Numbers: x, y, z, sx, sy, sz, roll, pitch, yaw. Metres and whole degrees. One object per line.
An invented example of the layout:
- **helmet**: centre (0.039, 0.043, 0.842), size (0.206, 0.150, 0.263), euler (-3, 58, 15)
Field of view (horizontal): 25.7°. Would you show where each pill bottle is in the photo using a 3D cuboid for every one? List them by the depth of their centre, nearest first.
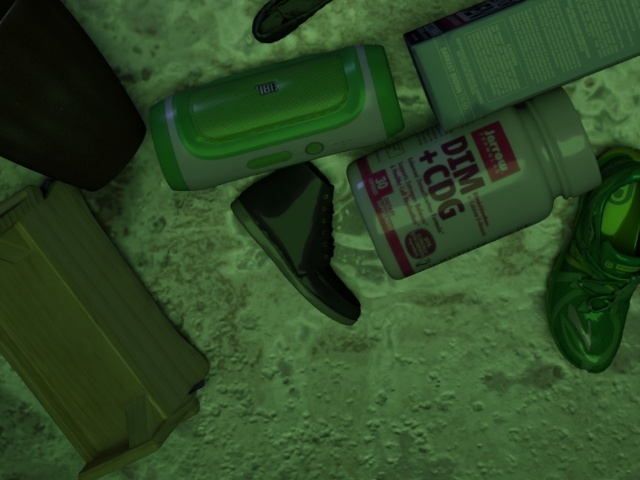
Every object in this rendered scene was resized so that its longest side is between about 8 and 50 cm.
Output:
- **pill bottle**: centre (0.188, -0.074, 1.725), size (0.283, 0.160, 0.160), euler (-23, 103, 5)

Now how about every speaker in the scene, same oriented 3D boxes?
- **speaker**: centre (-0.053, -0.150, 1.721), size (0.296, 0.131, 0.131), euler (-15, 103, 3)

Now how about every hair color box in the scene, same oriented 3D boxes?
- **hair color box**: centre (0.294, -0.258, 1.667), size (0.374, 0.185, 0.114), euler (-21, 102, 5)

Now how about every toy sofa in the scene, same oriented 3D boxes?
- **toy sofa**: centre (-0.317, 0.111, 1.793), size (0.150, 0.177, 0.362), euler (-29, 103, 32)

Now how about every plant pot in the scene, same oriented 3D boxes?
- **plant pot**: centre (-0.331, -0.169, 1.694), size (0.215, 0.215, 0.230), euler (-44, 113, 10)

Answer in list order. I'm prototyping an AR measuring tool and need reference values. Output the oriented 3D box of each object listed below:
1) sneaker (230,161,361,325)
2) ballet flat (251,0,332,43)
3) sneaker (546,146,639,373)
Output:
- **sneaker**: centre (0.000, 0.000, 1.782), size (0.118, 0.083, 0.222), euler (-41, 99, 9)
- **ballet flat**: centre (-0.014, -0.303, 1.726), size (0.173, 0.049, 0.057), euler (-44, 101, 9)
- **sneaker**: centre (0.357, 0.030, 1.769), size (0.109, 0.123, 0.296), euler (8, 104, -2)
